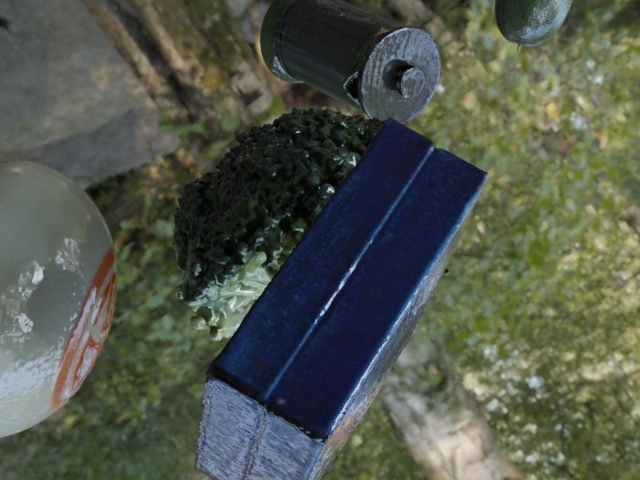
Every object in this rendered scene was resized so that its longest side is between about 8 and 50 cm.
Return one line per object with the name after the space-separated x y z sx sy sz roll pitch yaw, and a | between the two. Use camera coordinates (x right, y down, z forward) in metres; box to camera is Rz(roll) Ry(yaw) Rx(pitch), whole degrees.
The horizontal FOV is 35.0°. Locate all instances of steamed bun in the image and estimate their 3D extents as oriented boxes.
-0.299 0.067 1.018 0.283 0.177 0.283 -160 -90 -84 | steamed bun

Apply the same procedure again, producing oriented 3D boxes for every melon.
0.327 -0.369 1.550 0.114 0.114 0.167 -57 161 -67 | melon

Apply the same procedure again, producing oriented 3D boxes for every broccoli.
-0.003 0.008 1.211 0.293 0.281 0.348 22 -122 44 | broccoli

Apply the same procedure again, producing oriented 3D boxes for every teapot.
0.084 -0.342 1.863 0.270 0.200 0.337 -15 -147 -33 | teapot

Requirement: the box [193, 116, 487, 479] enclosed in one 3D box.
0.015 0.080 0.892 0.279 0.116 0.261 -56 170 -28 | box
